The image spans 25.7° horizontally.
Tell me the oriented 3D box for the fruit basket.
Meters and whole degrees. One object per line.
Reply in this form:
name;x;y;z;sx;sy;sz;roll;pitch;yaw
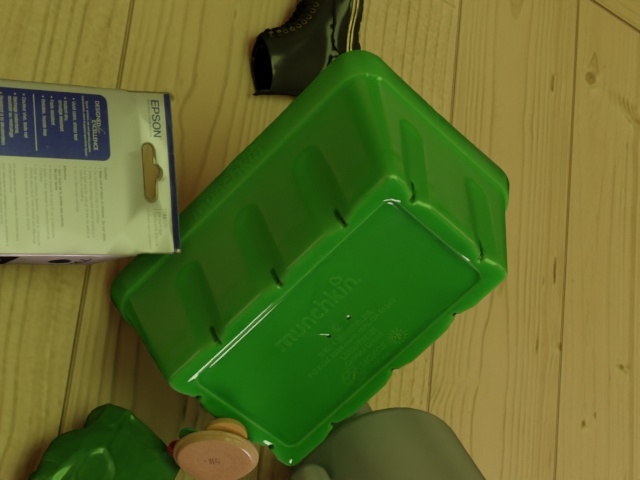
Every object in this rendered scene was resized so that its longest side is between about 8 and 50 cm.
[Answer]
fruit basket;0.000;0.000;1.422;0.283;0.392;0.392;39;56;-28

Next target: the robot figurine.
robot figurine;0.094;0.309;1.407;0.300;0.200;0.353;23;21;-35

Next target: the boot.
boot;-0.023;-0.255;1.602;0.137;0.077;0.198;-2;80;-39

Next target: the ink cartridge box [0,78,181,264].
ink cartridge box;-0.290;-0.061;1.266;0.332;0.065;0.165;2;78;-32

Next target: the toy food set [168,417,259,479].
toy food set;-0.099;0.198;1.309;0.083;0.082;0.020;58;24;-43

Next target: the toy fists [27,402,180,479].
toy fists;-0.167;0.293;1.317;0.279;0.096;0.142;54;36;-20
